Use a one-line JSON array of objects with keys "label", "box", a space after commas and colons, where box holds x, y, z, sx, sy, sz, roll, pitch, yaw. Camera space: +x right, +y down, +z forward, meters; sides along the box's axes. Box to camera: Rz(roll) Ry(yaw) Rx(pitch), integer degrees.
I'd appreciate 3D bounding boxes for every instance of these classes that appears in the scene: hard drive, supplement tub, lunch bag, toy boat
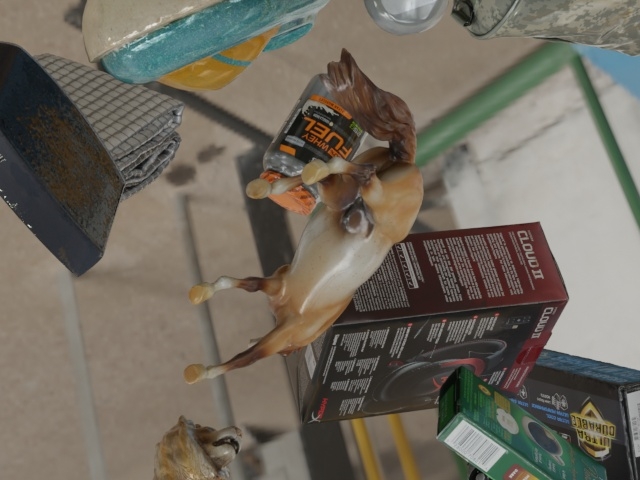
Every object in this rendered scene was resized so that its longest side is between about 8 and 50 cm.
[{"label": "hard drive", "box": [-0.319, -0.098, 1.613, 0.054, 0.172, 0.255, -16, 130, 23]}, {"label": "supplement tub", "box": [-0.007, -0.139, 2.031, 0.117, 0.190, 0.117, 28, 166, 8]}, {"label": "lunch bag", "box": [0.342, -0.367, 1.801, 0.305, 0.213, 0.256, 3, 127, -27]}, {"label": "toy boat", "box": [-0.042, -0.199, 1.134, 0.318, 0.148, 0.267, -17, -170, 41]}]

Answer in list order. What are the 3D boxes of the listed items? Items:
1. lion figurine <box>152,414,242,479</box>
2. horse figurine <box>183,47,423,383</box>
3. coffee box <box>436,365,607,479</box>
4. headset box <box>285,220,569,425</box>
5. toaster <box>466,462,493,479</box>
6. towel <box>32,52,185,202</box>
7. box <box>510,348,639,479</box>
[{"label": "lion figurine", "box": [-0.118, 0.436, 1.820, 0.142, 0.240, 0.392, -18, 114, -5]}, {"label": "horse figurine", "box": [0.000, 0.000, 0.934, 0.174, 0.066, 0.263, -7, 133, -52]}, {"label": "coffee box", "box": [0.195, 0.205, 1.322, 0.184, 0.113, 0.040, 35, 109, -7]}, {"label": "headset box", "box": [0.123, 0.092, 1.523, 0.293, 0.110, 0.218, -6, 146, -14]}, {"label": "toaster", "box": [0.292, 0.413, 2.012, 0.110, 0.168, 0.185, -11, 144, 40]}, {"label": "towel", "box": [-0.348, -0.133, 1.877, 0.235, 0.284, 0.121, 23, 124, 14]}, {"label": "box", "box": [0.324, 0.291, 1.659, 0.073, 0.293, 0.295, -9, -174, -21]}]
